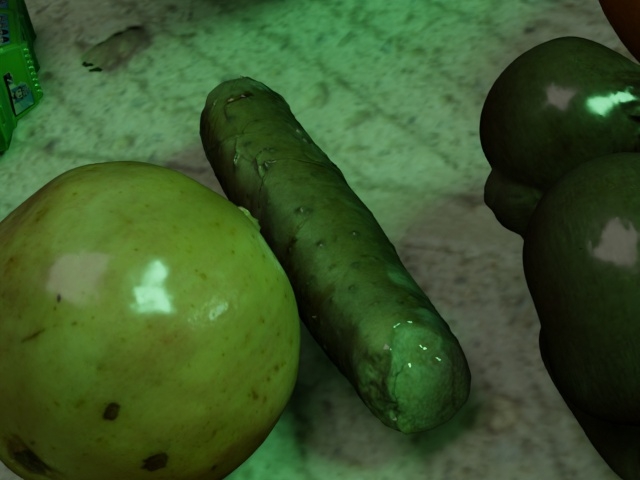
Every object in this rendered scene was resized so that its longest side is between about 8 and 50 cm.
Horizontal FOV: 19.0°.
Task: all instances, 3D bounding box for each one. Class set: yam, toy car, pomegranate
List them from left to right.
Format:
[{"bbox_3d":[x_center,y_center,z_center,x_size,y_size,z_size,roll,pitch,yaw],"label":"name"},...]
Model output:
[{"bbox_3d":[-0.237,-0.131,1.377,0.062,0.071,0.165,-15,39,-1],"label":"toy car"},{"bbox_3d":[-0.105,0.047,1.004,0.191,0.191,0.191,-18,40,16],"label":"pomegranate"},{"bbox_3d":[0.000,0.000,1.074,0.317,0.071,0.067,56,132,54],"label":"yam"}]

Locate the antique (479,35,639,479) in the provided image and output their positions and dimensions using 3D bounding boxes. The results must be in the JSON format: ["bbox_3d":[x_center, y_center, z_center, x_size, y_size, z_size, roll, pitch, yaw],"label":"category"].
[{"bbox_3d":[0.144,-0.005,0.930,0.121,0.143,0.257,-22,37,14],"label":"antique"}]

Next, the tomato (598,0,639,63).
[{"bbox_3d":[0.271,-0.170,0.992,0.259,0.180,0.260,-15,42,14],"label":"tomato"}]
